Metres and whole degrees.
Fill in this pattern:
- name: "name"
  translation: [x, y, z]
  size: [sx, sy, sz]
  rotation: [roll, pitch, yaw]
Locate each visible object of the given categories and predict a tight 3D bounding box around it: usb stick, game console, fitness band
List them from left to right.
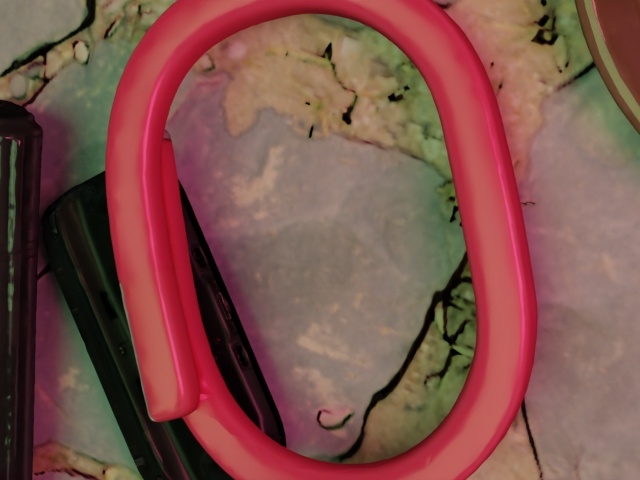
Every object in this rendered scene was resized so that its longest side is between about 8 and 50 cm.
- name: "usb stick"
  translation: [-0.196, 0.055, 0.792]
  size: [0.077, 0.045, 0.277]
  rotation: [23, 112, 54]
- name: "game console"
  translation: [-0.048, 0.122, 0.751]
  size: [0.213, 0.044, 0.361]
  rotation: [-24, 89, 24]
- name: "fitness band"
  translation: [0.000, 0.000, 0.678]
  size: [0.209, 0.054, 0.290]
  rotation: [-11, 88, 12]

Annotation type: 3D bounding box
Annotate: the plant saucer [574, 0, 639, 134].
- name: "plant saucer"
  translation: [0.249, -0.137, 0.573]
  size: [0.278, 0.041, 0.277]
  rotation: [4, 99, 24]
